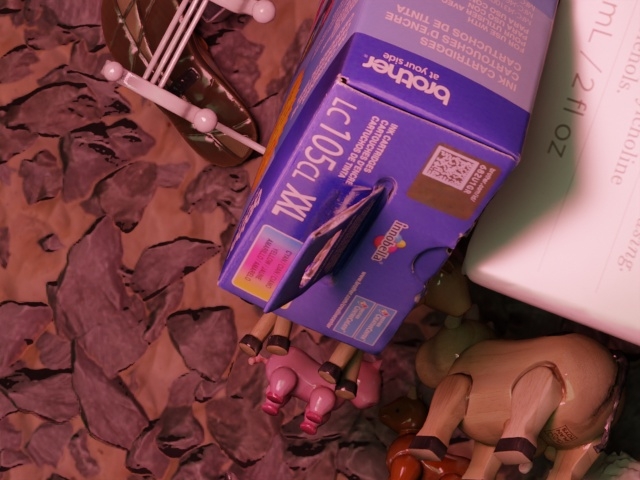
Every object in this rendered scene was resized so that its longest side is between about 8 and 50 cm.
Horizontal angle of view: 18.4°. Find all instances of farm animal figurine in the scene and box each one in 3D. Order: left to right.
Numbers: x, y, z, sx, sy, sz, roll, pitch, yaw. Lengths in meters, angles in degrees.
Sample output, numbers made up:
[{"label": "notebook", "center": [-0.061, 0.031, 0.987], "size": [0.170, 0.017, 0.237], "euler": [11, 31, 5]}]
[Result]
[{"label": "farm animal figurine", "center": [0.121, 0.113, 1.671], "size": [0.326, 0.330, 0.172], "euler": [9, 59, 34]}]

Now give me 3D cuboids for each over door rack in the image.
[{"label": "over door rack", "center": [-0.007, -0.178, 1.765], "size": [0.324, 0.108, 0.239], "euler": [29, 91, 5]}]

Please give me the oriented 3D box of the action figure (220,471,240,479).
[{"label": "action figure", "center": [-0.096, 0.377, 1.783], "size": [0.341, 0.178, 0.330], "euler": [-2, 80, -6]}]

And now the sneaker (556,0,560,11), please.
[{"label": "sneaker", "center": [0.221, -0.155, 1.773], "size": [0.083, 0.071, 0.191], "euler": [29, 96, -1]}]

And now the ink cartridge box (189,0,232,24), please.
[{"label": "ink cartridge box", "center": [-0.085, -0.414, 1.848], "size": [0.307, 0.072, 0.303], "euler": [-40, 91, 14]}]

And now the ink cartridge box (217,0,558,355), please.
[{"label": "ink cartridge box", "center": [0.058, -0.102, 1.505], "size": [0.151, 0.395, 0.270], "euler": [23, 139, -8]}]

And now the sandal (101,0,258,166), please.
[{"label": "sandal", "center": [-0.131, -0.169, 1.896], "size": [0.090, 0.060, 0.219], "euler": [-39, 89, 19]}]

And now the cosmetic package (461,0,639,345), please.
[{"label": "cosmetic package", "center": [0.378, -0.048, 1.565], "size": [0.393, 0.327, 0.329], "euler": [20, 92, 18]}]

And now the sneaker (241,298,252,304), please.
[{"label": "sneaker", "center": [0.001, 0.001, 1.834], "size": [0.089, 0.051, 0.170], "euler": [31, 87, 20]}]
